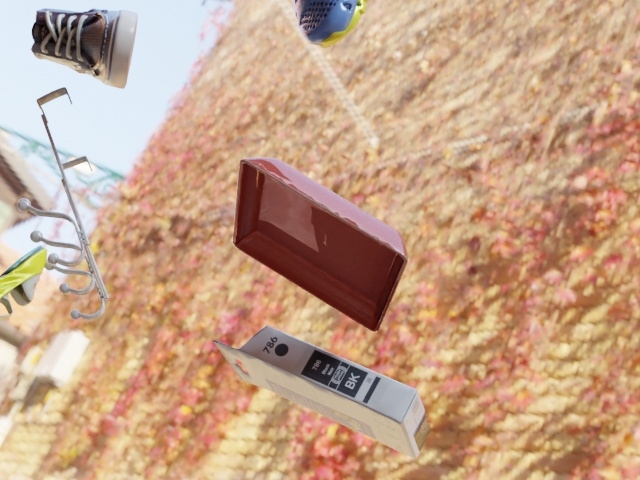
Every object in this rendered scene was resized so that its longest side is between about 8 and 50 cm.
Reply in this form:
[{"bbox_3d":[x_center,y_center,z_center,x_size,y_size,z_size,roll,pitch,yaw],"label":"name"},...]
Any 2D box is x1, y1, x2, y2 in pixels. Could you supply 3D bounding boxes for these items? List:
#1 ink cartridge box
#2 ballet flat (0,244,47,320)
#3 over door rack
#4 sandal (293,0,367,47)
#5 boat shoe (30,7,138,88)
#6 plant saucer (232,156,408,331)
[{"bbox_3d":[0.004,0.222,1.640,0.332,0.065,0.165,20,-23,23],"label":"ink cartridge box"},{"bbox_3d":[-0.525,0.086,1.767,0.077,0.231,0.077,-33,-86,35],"label":"ballet flat"},{"bbox_3d":[-0.438,-0.052,1.785,0.108,0.324,0.239,-9,-26,-8],"label":"over door rack"},{"bbox_3d":[-0.021,-0.416,1.524,0.126,0.317,0.138,-32,-35,34],"label":"sandal"},{"bbox_3d":[-0.391,-0.320,1.725,0.158,0.127,0.340,10,2,-16],"label":"boat shoe"},{"bbox_3d":[0.000,0.000,1.485,0.259,0.048,0.258,31,-27,9],"label":"plant saucer"}]
